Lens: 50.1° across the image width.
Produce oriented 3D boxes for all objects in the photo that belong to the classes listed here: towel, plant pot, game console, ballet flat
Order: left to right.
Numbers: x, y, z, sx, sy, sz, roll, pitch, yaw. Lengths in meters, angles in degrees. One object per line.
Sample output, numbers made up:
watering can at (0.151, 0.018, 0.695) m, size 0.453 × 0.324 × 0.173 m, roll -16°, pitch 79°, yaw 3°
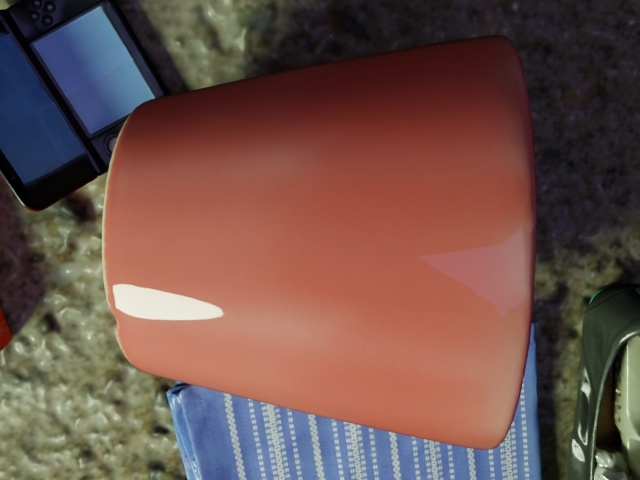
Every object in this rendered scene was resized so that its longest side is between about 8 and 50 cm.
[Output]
game console at (-0.192, -0.116, 0.511) m, size 0.124 × 0.085 × 0.144 m, roll -28°, pitch 106°, yaw 3°
plant pot at (0.000, 0.000, 0.479) m, size 0.243 × 0.275 × 0.274 m, roll 1°, pitch 105°, yaw 4°
towel at (0.044, 0.205, 0.639) m, size 0.336 × 0.040 × 0.243 m, roll -9°, pitch 106°, yaw -2°
ballet flat at (0.277, 0.179, 0.620) m, size 0.095 × 0.096 × 0.280 m, roll -8°, pitch 106°, yaw -5°

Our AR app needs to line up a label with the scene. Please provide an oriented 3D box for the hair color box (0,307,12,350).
hair color box at (-0.331, 0.026, 0.554) m, size 0.093 × 0.053 × 0.167 m, roll -14°, pitch 107°, yaw 0°
